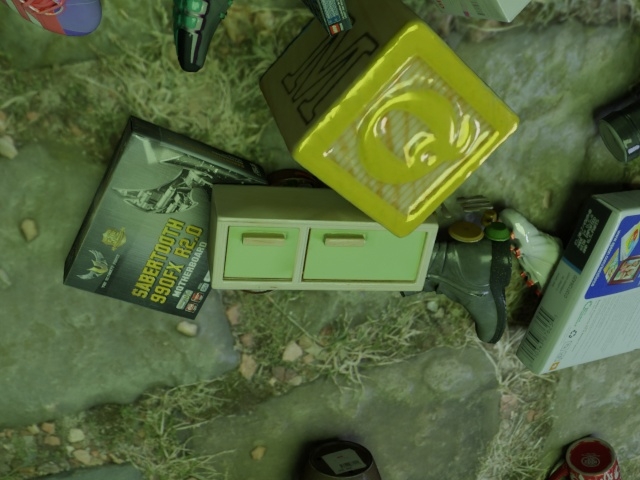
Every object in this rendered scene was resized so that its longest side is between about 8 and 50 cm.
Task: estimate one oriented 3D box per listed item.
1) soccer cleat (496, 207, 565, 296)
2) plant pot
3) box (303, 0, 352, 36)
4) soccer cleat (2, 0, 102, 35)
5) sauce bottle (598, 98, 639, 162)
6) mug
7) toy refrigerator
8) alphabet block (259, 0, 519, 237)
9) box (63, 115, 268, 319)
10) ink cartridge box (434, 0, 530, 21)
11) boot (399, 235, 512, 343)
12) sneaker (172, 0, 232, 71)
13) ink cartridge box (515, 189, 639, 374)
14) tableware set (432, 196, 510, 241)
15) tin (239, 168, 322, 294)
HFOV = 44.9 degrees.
[{"bbox_3d":[0.321,0.007,1.158,0.076,0.068,0.196,-38,131,1],"label":"soccer cleat"},{"bbox_3d":[0.034,0.465,1.305,0.215,0.215,0.231,-4,109,-14],"label":"plant pot"},{"bbox_3d":[-0.009,-0.283,0.820,0.027,0.137,0.094,-23,125,-1],"label":"box"},{"bbox_3d":[-0.302,-0.271,0.743,0.083,0.095,0.248,-35,142,7],"label":"soccer cleat"},{"bbox_3d":[0.544,-0.220,1.046,0.344,0.111,0.111,-28,126,5],"label":"sauce bottle"},{"bbox_3d":[0.518,0.479,1.499,0.150,0.113,0.169,-23,123,-3],"label":"mug"},{"bbox_3d":[0.000,0.000,0.958,0.269,0.094,0.102,2,121,-14],"label":"toy refrigerator"},{"bbox_3d":[0.071,-0.159,0.889,0.192,0.197,0.193,33,109,-31],"label":"alphabet block"},{"bbox_3d":[-0.199,-0.021,0.987,0.183,0.056,0.231,20,115,-27],"label":"box"},{"bbox_3d":[0.173,-0.313,0.861,0.090,0.143,0.092,-46,125,-6],"label":"ink cartridge box"},{"bbox_3d":[0.196,0.069,1.159,0.161,0.084,0.247,-2,141,9],"label":"boot"},{"bbox_3d":[-0.100,-0.285,0.829,0.098,0.083,0.224,0,122,-22],"label":"sneaker"},{"bbox_3d":[0.484,0.058,1.220,0.307,0.072,0.304,-7,126,-34],"label":"ink cartridge box"},{"bbox_3d":[0.179,-0.020,1.070,0.154,0.104,0.024,-6,125,-12],"label":"tableware set"},{"bbox_3d":[-0.063,-0.011,1.047,0.106,0.040,0.190,18,116,-30],"label":"tin"}]
